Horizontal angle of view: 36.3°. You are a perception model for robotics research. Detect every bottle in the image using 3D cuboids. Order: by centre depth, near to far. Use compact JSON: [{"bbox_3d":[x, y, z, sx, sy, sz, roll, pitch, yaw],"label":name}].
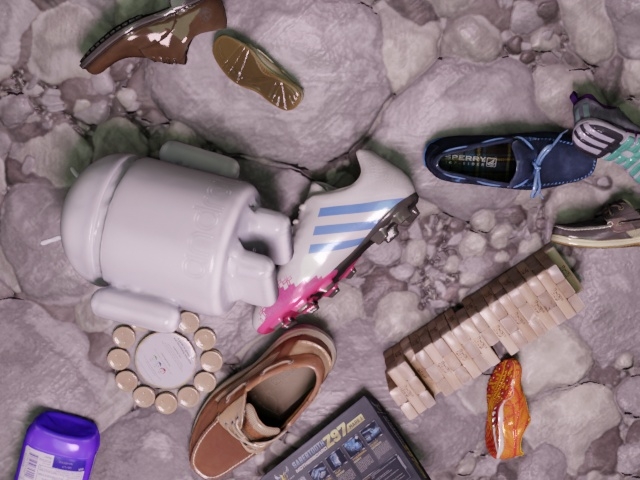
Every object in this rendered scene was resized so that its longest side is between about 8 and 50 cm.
[{"bbox_3d":[-0.443,0.422,1.584,0.118,0.092,0.283,16,104,-4],"label":"bottle"}]

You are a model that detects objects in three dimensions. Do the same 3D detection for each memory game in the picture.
[{"bbox_3d":[-0.249,0.190,1.566,0.186,0.012,0.186,0,105,0],"label":"memory game"}]

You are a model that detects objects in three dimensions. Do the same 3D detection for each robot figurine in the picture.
[{"bbox_3d":[-0.219,-0.011,1.400,0.353,0.300,0.200,13,149,9],"label":"robot figurine"}]

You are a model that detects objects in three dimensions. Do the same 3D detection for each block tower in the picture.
[{"bbox_3d":[0.248,0.141,1.513,0.335,0.097,0.091,-35,103,7],"label":"block tower"}]

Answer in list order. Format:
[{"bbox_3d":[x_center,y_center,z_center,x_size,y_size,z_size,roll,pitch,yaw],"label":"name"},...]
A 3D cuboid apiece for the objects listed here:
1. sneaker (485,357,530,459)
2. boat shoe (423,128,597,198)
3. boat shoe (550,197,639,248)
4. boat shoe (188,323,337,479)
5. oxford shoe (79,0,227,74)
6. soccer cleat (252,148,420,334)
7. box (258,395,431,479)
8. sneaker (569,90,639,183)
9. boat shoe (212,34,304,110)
[{"bbox_3d":[0.306,0.268,1.572,0.067,0.064,0.175,-4,111,-20],"label":"sneaker"},{"bbox_3d":[0.285,-0.106,1.450,0.258,0.089,0.109,-6,105,1],"label":"boat shoe"},{"bbox_3d":[0.458,-0.028,1.481,0.223,0.080,0.073,-1,99,-5],"label":"boat shoe"},{"bbox_3d":[-0.103,0.266,1.523,0.123,0.116,0.324,36,110,-9],"label":"boat shoe"},{"bbox_3d":[-0.239,-0.285,1.407,0.227,0.083,0.096,-24,108,7],"label":"oxford shoe"},{"bbox_3d":[0.000,0.000,1.480,0.331,0.116,0.143,-43,78,13],"label":"soccer cleat"},{"bbox_3d":[0.041,0.388,1.547,0.233,0.059,0.183,-40,64,9],"label":"box"},{"bbox_3d":[0.464,-0.155,1.449,0.224,0.098,0.083,22,139,-27],"label":"sneaker"},{"bbox_3d":[-0.091,-0.249,1.440,0.153,0.048,0.056,33,114,-2],"label":"boat shoe"}]
